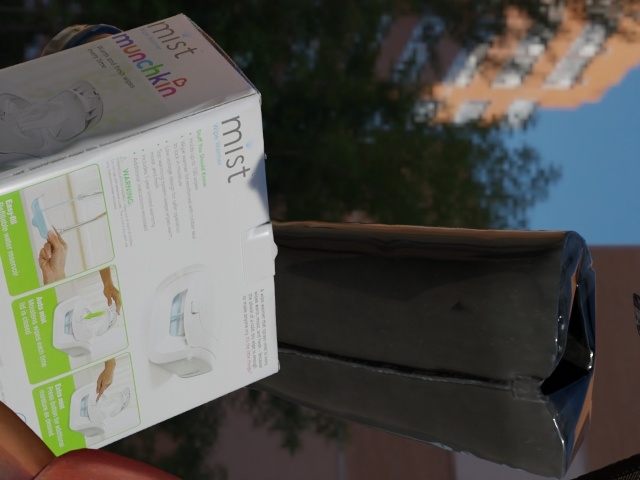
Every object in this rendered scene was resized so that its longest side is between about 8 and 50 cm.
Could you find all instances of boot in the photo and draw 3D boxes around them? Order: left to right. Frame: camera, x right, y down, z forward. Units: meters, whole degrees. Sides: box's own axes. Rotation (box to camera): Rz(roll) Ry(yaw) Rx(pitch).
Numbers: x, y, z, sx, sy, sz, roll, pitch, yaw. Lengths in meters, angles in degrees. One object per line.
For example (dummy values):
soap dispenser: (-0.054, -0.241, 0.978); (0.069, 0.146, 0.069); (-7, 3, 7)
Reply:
boot: (0.001, 0.001, 1.191); (0.146, 0.445, 0.367); (-50, 138, -38)

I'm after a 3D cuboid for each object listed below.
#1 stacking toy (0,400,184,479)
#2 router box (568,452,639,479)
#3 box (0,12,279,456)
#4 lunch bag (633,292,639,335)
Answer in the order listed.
stacking toy: (-0.030, 0.205, 0.466); (0.350, 0.480, 0.350); (9, 90, -85)
router box: (0.233, 0.156, 0.463); (0.243, 0.309, 0.081); (108, 2, -75)
box: (-0.157, 0.010, 0.995); (0.127, 0.231, 0.262); (48, -28, 42)
lunch bag: (0.274, 0.006, 0.940); (0.219, 0.090, 0.176); (-66, 151, -29)
